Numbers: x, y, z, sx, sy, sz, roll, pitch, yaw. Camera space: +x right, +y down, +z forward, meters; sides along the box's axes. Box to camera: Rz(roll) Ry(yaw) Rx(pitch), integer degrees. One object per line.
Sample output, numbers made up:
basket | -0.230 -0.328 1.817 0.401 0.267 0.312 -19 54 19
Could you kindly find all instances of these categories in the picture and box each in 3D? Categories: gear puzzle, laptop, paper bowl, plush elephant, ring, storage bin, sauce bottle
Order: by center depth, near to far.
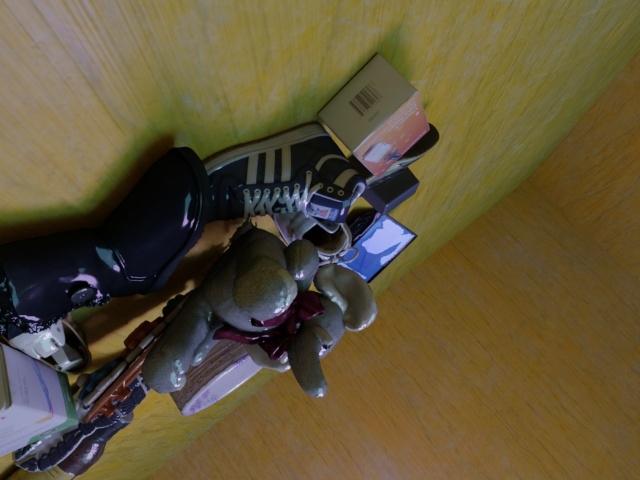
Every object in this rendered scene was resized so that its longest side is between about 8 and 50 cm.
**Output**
plush elephant | -0.061 0.122 0.697 0.272 0.255 0.330 -40 -162 19
gear puzzle | -0.271 0.130 0.769 0.339 0.044 0.175 -48 -177 -25
ring | -0.289 0.200 0.832 0.336 0.032 0.336 -47 -178 3
sauce bottle | -0.578 0.495 1.028 0.344 0.111 0.111 -40 163 1
storage bin | 0.160 -0.129 1.040 0.135 0.091 0.098 -36 162 -16
paper bowl | -0.255 0.293 1.131 0.284 0.148 0.284 -36 163 -13
laptop | 0.123 0.037 1.293 0.234 0.136 0.264 -48 168 24

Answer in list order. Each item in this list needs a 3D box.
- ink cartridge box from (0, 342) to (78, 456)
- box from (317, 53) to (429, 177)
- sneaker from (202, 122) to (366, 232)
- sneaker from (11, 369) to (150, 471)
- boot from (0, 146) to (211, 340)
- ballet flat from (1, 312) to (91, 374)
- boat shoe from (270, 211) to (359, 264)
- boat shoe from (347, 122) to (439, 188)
ink cartridge box | -0.453 0.230 0.607 0.154 0.093 0.212 -20 159 -15
box | 0.094 -0.194 0.739 0.130 0.091 0.170 -43 162 11
sneaker | -0.059 -0.062 0.642 0.282 0.153 0.099 -30 160 -28
sneaker | -0.479 0.339 0.913 0.275 0.107 0.110 -32 -171 -35
boot | -0.252 0.006 0.505 0.207 0.094 0.246 -19 154 -51
ballet flat | -0.369 0.134 0.621 0.080 0.073 0.232 -32 161 -19
boat shoe | 0.007 -0.006 0.913 0.135 0.156 0.367 -38 162 -3
boat shoe | 0.140 -0.171 0.927 0.223 0.080 0.073 -30 167 -12
